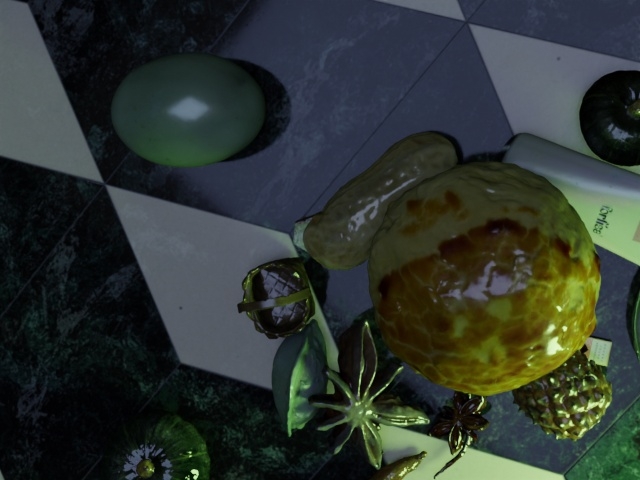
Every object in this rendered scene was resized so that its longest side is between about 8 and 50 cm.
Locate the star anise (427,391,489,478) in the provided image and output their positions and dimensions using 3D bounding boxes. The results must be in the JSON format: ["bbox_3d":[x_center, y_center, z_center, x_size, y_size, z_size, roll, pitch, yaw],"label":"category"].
[{"bbox_3d":[0.246,0.354,1.957,0.097,0.070,0.191,41,105,32],"label":"star anise"}]

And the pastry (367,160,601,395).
[{"bbox_3d":[0.260,0.072,1.716,0.388,0.313,0.389,1,113,3],"label":"pastry"}]

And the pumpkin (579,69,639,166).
[{"bbox_3d":[0.517,-0.207,1.800,0.167,0.125,0.167,-4,54,5],"label":"pumpkin"}]

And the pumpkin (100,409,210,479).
[{"bbox_3d":[-0.310,0.427,2.030,0.211,0.152,0.212,-3,78,15],"label":"pumpkin"}]

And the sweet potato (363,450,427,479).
[{"bbox_3d":[0.107,0.462,1.996,0.226,0.068,0.068,-32,90,10],"label":"sweet potato"}]

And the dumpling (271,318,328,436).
[{"bbox_3d":[-0.031,0.253,1.960,0.104,0.149,0.217,9,92,-21],"label":"dumpling"}]

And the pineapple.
[{"bbox_3d":[0.403,0.248,1.864,0.193,0.166,0.166,36,102,6],"label":"pineapple"}]

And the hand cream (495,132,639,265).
[{"bbox_3d":[0.463,-0.063,1.803,0.358,0.118,0.186,26,130,20],"label":"hand cream"}]

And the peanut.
[{"bbox_3d":[0.110,-0.063,1.882,0.313,0.152,0.152,-37,88,1],"label":"peanut"}]

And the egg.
[{"bbox_3d":[-0.235,-0.231,1.910,0.282,0.203,0.203,1,97,14],"label":"egg"}]

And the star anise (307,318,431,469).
[{"bbox_3d":[0.075,0.294,1.945,0.198,0.110,0.258,-39,113,-7],"label":"star anise"}]

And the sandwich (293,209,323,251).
[{"bbox_3d":[0.000,0.000,1.976,0.093,0.036,0.105,-26,92,12],"label":"sandwich"}]

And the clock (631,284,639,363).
[{"bbox_3d":[0.696,0.143,1.841,0.324,0.067,0.325,1,96,11],"label":"clock"}]

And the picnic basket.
[{"bbox_3d":[-0.080,0.107,1.930,0.128,0.178,0.138,-16,93,10],"label":"picnic basket"}]

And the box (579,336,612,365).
[{"bbox_3d":[0.473,0.193,1.918,0.083,0.012,0.046,12,99,10],"label":"box"}]
